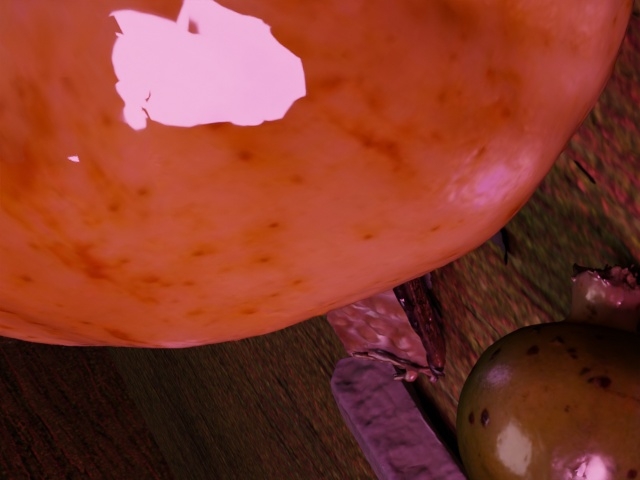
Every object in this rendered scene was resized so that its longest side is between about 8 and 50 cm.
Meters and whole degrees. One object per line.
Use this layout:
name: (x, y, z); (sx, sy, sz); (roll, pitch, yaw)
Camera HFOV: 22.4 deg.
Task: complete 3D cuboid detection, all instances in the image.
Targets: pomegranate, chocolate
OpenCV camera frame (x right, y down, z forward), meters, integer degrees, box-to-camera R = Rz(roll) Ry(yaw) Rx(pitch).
pomegranate: (0.131, 0.087, 0.787); (0.130, 0.130, 0.130); (159, 90, -76)
chocolate: (0.007, -0.033, 1.024); (0.102, 0.065, 0.329); (4, 138, 29)
pomegranate: (-0.042, -0.132, 0.676); (0.410, 0.410, 0.410); (159, 90, -76)

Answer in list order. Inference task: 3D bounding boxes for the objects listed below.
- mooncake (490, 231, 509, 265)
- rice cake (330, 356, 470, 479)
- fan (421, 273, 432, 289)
mooncake: (0.027, -0.149, 0.929); (0.150, 0.057, 0.347); (-113, 4, -67)
rice cake: (0.111, 0.220, 1.134); (0.399, 0.064, 0.070); (55, 170, 45)
fan: (0.001, -0.001, 1.200); (0.182, 0.010, 0.310); (41, 159, 9)
